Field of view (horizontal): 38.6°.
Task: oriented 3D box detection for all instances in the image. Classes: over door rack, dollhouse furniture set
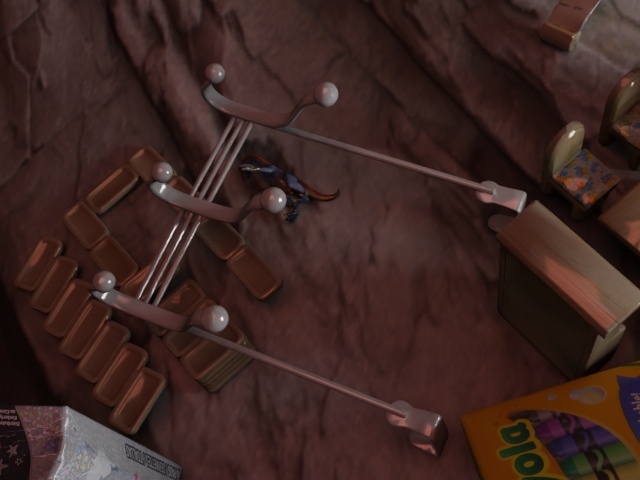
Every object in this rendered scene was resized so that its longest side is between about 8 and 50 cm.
[{"bbox_3d":[0.000,0.000,0.772,0.324,0.108,0.239,23,69,5],"label":"over door rack"},{"bbox_3d":[0.265,-0.014,0.737,0.242,0.161,0.212,-41,66,-9],"label":"dollhouse furniture set"}]

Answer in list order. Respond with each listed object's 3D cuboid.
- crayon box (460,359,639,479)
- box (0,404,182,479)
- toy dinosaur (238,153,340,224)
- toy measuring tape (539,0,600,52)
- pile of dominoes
[{"bbox_3d":[0.232,0.179,0.641,0.323,0.083,0.203,-19,26,3],"label":"crayon box"},{"bbox_3d":[-0.217,0.214,0.674,0.163,0.247,0.142,0,68,10],"label":"box"},{"bbox_3d":[-0.042,-0.056,0.889,0.090,0.047,0.082,-8,50,-30],"label":"toy dinosaur"},{"bbox_3d":[0.332,-0.328,0.917,0.121,0.121,0.330,34,98,21],"label":"toy measuring tape"},{"bbox_3d":[-0.166,0.045,0.870,0.196,0.040,0.251,-41,58,-9],"label":"pile of dominoes"}]
